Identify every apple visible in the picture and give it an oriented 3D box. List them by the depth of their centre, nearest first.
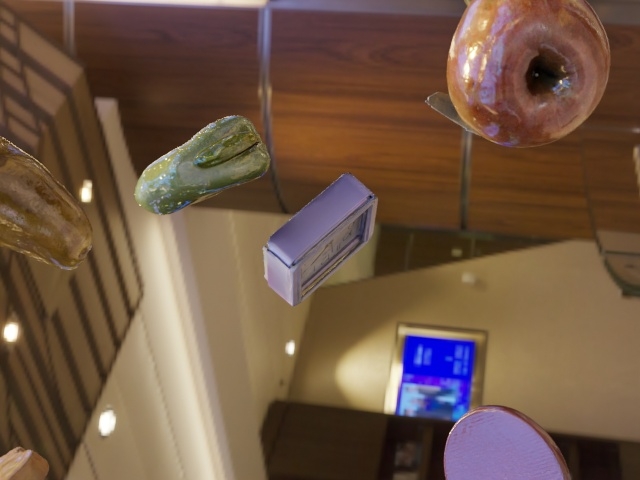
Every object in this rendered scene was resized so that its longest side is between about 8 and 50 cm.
[{"bbox_3d":[0.299,-0.268,1.458,0.253,0.253,0.253,5,-90,-80],"label":"apple"}]

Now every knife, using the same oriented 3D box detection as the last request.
[{"bbox_3d":[0.254,-0.190,1.591,0.298,0.017,0.047,16,-100,-51],"label":"knife"}]

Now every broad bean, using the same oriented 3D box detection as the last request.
[{"bbox_3d":[-0.179,-0.103,1.481,0.169,0.228,0.100,-16,-103,-50],"label":"broad bean"}]

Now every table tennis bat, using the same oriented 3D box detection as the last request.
[{"bbox_3d":[0.292,0.396,1.475,0.038,0.200,0.310,-13,-101,-53],"label":"table tennis bat"}]

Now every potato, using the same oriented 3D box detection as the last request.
[{"bbox_3d":[-0.562,-0.077,1.736,0.195,0.369,0.176,-51,16,10],"label":"potato"}]

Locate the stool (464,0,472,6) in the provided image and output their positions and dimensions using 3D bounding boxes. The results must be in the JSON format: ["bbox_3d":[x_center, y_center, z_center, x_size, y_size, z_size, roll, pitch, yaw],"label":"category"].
[{"bbox_3d":[0.364,-0.447,1.816,0.264,0.179,0.179,39,-126,-56],"label":"stool"}]

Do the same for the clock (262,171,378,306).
[{"bbox_3d":[0.000,0.000,1.575,0.193,0.073,0.145,-41,-20,-20],"label":"clock"}]

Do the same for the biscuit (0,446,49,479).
[{"bbox_3d":[-0.519,0.430,1.324,0.385,0.062,0.365,-37,15,38],"label":"biscuit"}]
